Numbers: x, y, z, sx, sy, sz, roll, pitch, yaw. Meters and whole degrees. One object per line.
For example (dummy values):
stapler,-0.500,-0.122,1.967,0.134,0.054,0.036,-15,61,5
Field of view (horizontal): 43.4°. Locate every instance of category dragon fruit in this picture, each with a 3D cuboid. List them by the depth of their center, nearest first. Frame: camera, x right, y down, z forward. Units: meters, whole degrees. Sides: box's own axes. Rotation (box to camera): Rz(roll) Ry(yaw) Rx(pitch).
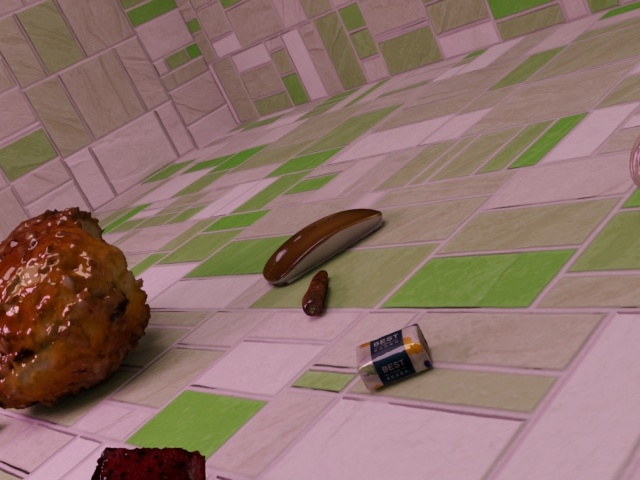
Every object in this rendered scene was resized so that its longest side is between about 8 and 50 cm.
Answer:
dragon fruit,-0.192,0.304,0.838,0.127,0.121,0.161,10,42,-14

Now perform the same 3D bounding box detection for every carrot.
carrot,-0.004,0.078,1.279,0.035,0.036,0.165,-22,15,15

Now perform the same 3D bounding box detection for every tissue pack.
tissue pack,0.086,0.137,0.953,0.083,0.042,0.062,-24,19,11

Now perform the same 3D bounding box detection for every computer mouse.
computer mouse,0.000,0.000,1.468,0.245,0.056,0.126,-32,17,-13

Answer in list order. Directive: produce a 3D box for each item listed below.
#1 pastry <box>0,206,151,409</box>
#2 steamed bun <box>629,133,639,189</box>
pastry,-0.481,0.128,1.426,0.337,0.292,0.405,-39,31,-10
steamed bun,0.470,-0.096,0.969,0.182,0.106,0.183,-25,21,10
